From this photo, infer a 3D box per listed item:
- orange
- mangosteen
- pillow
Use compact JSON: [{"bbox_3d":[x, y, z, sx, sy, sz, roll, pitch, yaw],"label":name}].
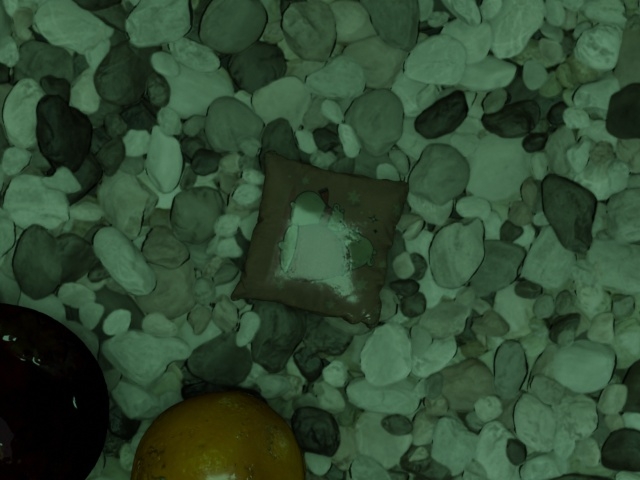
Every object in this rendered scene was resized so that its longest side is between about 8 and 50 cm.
[{"bbox_3d":[-0.137,0.326,1.475,0.246,0.246,0.246,0,90,-4],"label":"orange"},{"bbox_3d":[-0.452,0.254,1.438,0.306,0.306,0.359,34,111,-4],"label":"mangosteen"},{"bbox_3d":[0.000,0.000,1.568,0.223,0.084,0.236,15,85,-3],"label":"pillow"}]
